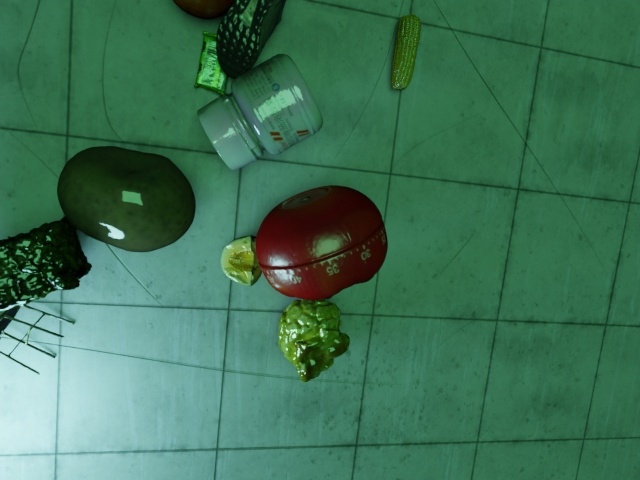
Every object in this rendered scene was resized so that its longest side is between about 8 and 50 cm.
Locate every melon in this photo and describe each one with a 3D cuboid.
[{"bbox_3d":[-0.250,0.057,1.359,0.128,0.079,0.160,3,99,6],"label":"melon"}]

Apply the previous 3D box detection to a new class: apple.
[{"bbox_3d":[-0.321,-0.727,1.165,0.218,0.201,0.218,-4,103,-18],"label":"apple"}]

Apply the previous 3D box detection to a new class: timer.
[{"bbox_3d":[0.000,0.000,1.229,0.378,0.378,0.279,-21,108,-8],"label":"timer"}]

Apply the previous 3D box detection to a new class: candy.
[{"bbox_3d":[-0.316,-0.530,1.278,0.102,0.032,0.178,10,95,-17],"label":"candy"}]

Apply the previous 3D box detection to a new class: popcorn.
[{"bbox_3d":[-0.026,0.315,1.358,0.237,0.206,0.251,-20,64,29],"label":"popcorn"}]

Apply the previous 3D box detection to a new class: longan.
[{"bbox_3d":[-0.523,-0.115,1.175,0.350,0.288,0.288,16,94,-17],"label":"longan"}]

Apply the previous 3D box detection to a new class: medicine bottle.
[{"bbox_3d":[-0.172,-0.359,1.225,0.302,0.241,0.241,-29,103,3],"label":"medicine bottle"}]

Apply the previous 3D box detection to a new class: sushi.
[{"bbox_3d":[-0.805,0.072,1.128,0.352,0.294,0.178,-19,104,-7],"label":"sushi"}]

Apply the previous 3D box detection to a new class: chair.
[{"bbox_3d":[-0.905,0.244,1.204,0.326,0.160,0.170,31,89,-15],"label":"chair"}]

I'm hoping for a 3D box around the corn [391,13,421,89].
[{"bbox_3d":[0.274,-0.602,1.370,0.080,0.080,0.230,4,99,-12],"label":"corn"}]

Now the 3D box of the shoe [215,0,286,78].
[{"bbox_3d":[-0.186,-0.637,1.236,0.132,0.171,0.336,32,115,-4],"label":"shoe"}]
